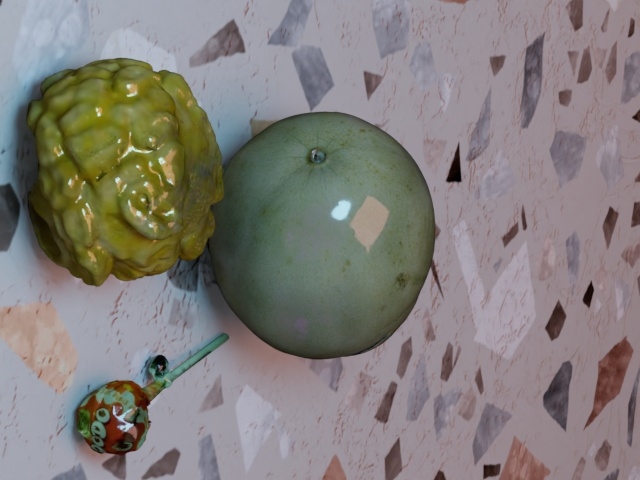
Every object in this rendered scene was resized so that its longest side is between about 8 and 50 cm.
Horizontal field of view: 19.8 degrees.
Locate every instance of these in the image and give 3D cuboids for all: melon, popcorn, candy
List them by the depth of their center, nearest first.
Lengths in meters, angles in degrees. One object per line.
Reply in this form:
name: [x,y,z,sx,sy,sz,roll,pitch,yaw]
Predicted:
popcorn: [-0.205,-0.064,1.909,0.250,0.190,0.250,-3,93,-64]
candy: [-0.178,0.164,2.114,0.288,0.084,0.078,-34,123,-54]
melon: [0.000,0.000,2.145,0.268,0.268,0.330,-58,161,-27]
